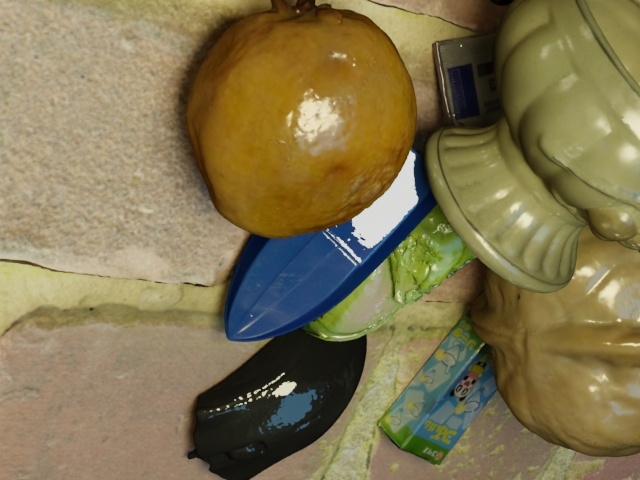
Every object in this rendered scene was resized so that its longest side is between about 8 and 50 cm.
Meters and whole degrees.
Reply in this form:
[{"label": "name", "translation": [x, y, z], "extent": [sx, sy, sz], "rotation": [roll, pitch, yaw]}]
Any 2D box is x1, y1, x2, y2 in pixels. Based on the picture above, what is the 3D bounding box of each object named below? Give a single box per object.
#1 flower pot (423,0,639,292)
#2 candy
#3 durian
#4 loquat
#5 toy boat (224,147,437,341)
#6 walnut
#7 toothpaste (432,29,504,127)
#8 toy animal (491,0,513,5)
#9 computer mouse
[{"label": "flower pot", "translation": [0.259, -0.093, 1.105], "extent": [0.307, 0.307, 0.244], "rotation": [13, 137, -41]}, {"label": "candy", "translation": [0.175, 0.203, 1.493], "extent": [0.194, 0.062, 0.097], "rotation": [-53, 136, 5]}, {"label": "durian", "translation": [0.126, -0.014, 1.282], "extent": [0.375, 0.132, 0.106], "rotation": [-40, 160, -7]}, {"label": "loquat", "translation": [-0.015, -0.111, 1.051], "extent": [0.238, 0.193, 0.238], "rotation": [-13, 123, -21]}, {"label": "toy boat", "translation": [0.000, 0.000, 1.204], "extent": [0.129, 0.088, 0.295], "rotation": [43, 93, -4]}, {"label": "walnut", "translation": [0.368, 0.078, 1.365], "extent": [0.381, 0.381, 0.381], "rotation": [-19, 128, -25]}, {"label": "toothpaste", "translation": [0.255, -0.195, 1.279], "extent": [0.282, 0.099, 0.068], "rotation": [-16, 161, -24]}, {"label": "toy animal", "translation": [0.263, -0.392, 1.128], "extent": [0.343, 0.106, 0.168], "rotation": [-45, 134, -7]}, {"label": "computer mouse", "translation": [-0.040, 0.193, 1.319], "extent": [0.264, 0.088, 0.147], "rotation": [-35, 131, -8]}]
